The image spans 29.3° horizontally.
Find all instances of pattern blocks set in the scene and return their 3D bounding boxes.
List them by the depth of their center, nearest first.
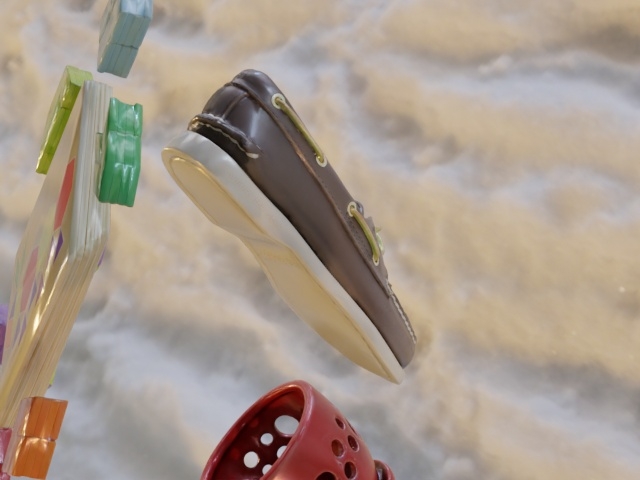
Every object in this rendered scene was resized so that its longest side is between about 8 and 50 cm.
[{"bbox_3d":[-0.154,0.014,0.713,0.325,0.026,0.285,129,148,-50],"label":"pattern blocks set"}]

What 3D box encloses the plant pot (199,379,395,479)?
[{"bbox_3d":[-0.018,0.283,1.405,0.191,0.174,0.191,-44,17,17],"label":"plant pot"}]

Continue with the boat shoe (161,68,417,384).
[{"bbox_3d":[0.000,0.000,1.002,0.116,0.324,0.097,16,63,48],"label":"boat shoe"}]
